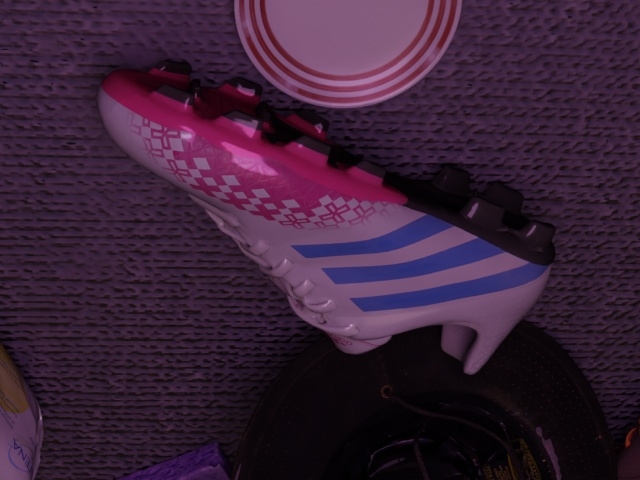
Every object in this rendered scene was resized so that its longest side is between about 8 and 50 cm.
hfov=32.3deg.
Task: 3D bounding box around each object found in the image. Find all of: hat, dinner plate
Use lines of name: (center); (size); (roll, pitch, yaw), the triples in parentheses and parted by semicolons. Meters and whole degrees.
hat: (0.063, 0.205, 0.831); (0.331, 0.331, 0.134); (20, 161, -19)
dinner plate: (0.017, -0.148, 0.683); (0.141, 0.017, 0.141); (-4, 125, -5)

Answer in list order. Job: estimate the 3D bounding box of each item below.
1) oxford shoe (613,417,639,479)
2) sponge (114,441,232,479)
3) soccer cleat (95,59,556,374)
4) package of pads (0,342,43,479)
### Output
oxford shoe: (0.283, 0.179, 0.898); (0.363, 0.130, 0.133); (-22, 91, 16)
sponge: (-0.156, 0.249, 0.924); (0.210, 0.031, 0.117); (-22, 124, 7)
soccer cleat: (0.000, 0.000, 0.714); (0.331, 0.116, 0.143); (20, 108, -21)
package of pads: (-0.346, 0.082, 0.747); (0.229, 0.101, 0.296); (-17, 125, 7)
